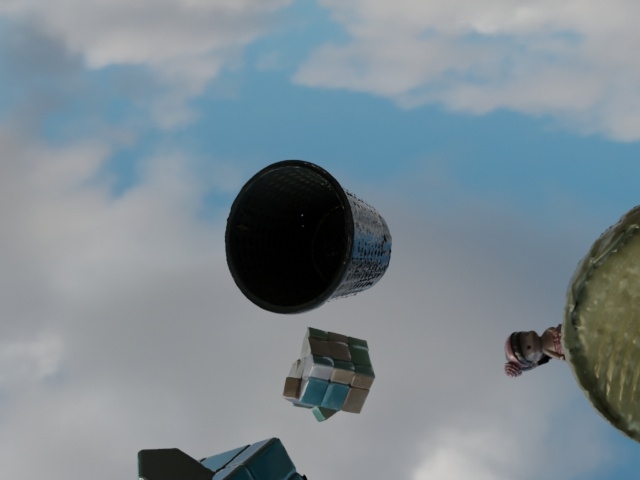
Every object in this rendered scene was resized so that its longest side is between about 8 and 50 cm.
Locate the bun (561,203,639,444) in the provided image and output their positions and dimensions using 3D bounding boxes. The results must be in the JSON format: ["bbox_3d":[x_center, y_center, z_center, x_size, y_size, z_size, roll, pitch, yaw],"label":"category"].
[{"bbox_3d":[0.361,0.073,0.990,0.259,0.260,0.152,8,-171,24],"label":"bun"}]

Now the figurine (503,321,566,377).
[{"bbox_3d":[0.333,0.162,1.541,0.129,0.054,0.072,-14,-121,17],"label":"figurine"}]

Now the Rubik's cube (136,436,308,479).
[{"bbox_3d":[-0.118,0.337,1.101,0.224,0.265,0.213,-28,-177,44],"label":"Rubik's cube"}]

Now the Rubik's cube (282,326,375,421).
[{"bbox_3d":[0.008,0.127,0.957,0.075,0.073,0.084,20,-157,1],"label":"Rubik's cube"}]

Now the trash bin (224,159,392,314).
[{"bbox_3d":[0.000,0.000,1.228,0.175,0.176,0.161,12,-177,30],"label":"trash bin"}]
